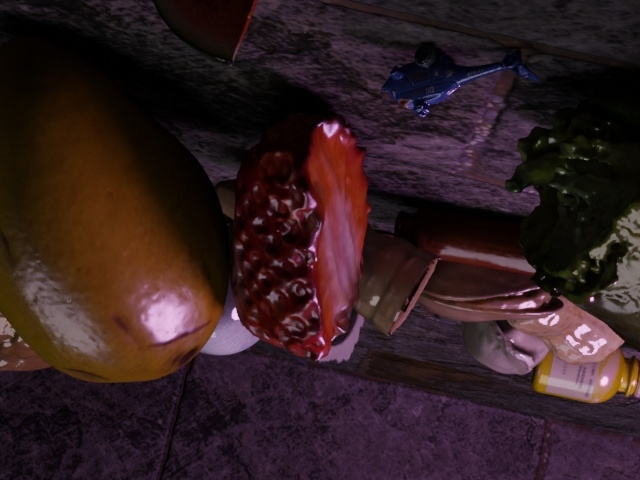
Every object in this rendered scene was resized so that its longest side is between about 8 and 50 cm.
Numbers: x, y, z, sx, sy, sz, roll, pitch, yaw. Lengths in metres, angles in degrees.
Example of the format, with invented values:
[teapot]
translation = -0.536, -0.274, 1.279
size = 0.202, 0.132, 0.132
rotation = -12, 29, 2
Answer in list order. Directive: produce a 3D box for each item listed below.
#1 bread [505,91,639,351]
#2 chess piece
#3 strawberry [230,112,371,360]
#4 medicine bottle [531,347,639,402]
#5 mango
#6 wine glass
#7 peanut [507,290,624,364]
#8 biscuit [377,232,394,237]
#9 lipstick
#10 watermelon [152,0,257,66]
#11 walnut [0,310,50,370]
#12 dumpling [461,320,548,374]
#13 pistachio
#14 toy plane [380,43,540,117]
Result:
[bread]
translation = 0.371, 0.026, 1.366
size = 0.377, 0.208, 0.251
rotation = 33, 142, -25
[chess piece]
translation = 0.000, 0.000, 1.918
size = 0.301, 0.137, 0.137
rotation = 31, 169, 7
[strawberry]
translation = -0.039, -0.018, 1.697
size = 0.149, 0.265, 0.336
rotation = 9, 145, 13
[medicine bottle]
translation = 0.479, 0.222, 2.527
size = 0.213, 0.121, 0.122
rotation = 11, 168, 6
[mango]
translation = -0.260, -0.034, 1.684
size = 0.221, 0.301, 0.445
rotation = 17, 135, 44
[wine glass]
translation = -0.117, 0.067, 2.213
size = 0.323, 0.238, 0.238
rotation = 0, 163, 32
[peanut]
translation = 0.362, 0.116, 2.174
size = 0.257, 0.123, 0.124
rotation = 21, 166, -40
[biscuit]
translation = 0.091, 0.001, 2.192
size = 0.078, 0.015, 0.091
rotation = 23, 164, -32
[lipstick]
translation = 0.300, 0.018, 1.908
size = 0.419, 0.077, 0.077
rotation = 11, 168, 17
[watermelon]
translation = -0.081, -0.207, 1.285
size = 0.094, 0.135, 0.125
rotation = -35, 141, 22
[walnut]
translation = -0.385, 0.009, 1.943
size = 0.306, 0.343, 0.306
rotation = 20, 173, 3
[dumpling]
translation = 0.285, 0.129, 2.291
size = 0.162, 0.132, 0.250
rotation = 33, -164, -6
[pistachio]
translation = 0.227, 0.056, 2.021
size = 0.226, 0.135, 0.136
rotation = 8, 167, 3
[toy plane]
translation = 0.126, -0.151, 1.377
size = 0.167, 0.062, 0.054
rotation = -10, 156, 37
